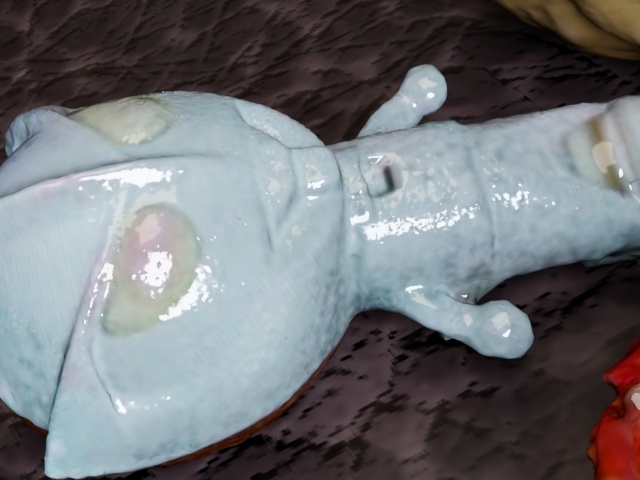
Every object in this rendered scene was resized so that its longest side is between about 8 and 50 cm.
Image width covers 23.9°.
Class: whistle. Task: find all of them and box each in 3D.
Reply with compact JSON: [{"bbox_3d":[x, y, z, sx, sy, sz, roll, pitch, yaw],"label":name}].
[{"bbox_3d":[0.000,0.000,0.571,0.346,0.134,0.142,-11,35,-6],"label":"whistle"}]

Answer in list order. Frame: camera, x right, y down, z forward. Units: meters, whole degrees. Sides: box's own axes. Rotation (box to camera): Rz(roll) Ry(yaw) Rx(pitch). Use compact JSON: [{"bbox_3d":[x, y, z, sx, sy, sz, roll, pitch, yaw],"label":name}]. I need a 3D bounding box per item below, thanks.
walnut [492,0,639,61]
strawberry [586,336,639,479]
[{"bbox_3d":[0.182,-0.210,0.611,0.332,0.333,0.333,-11,39,9],"label":"walnut"},{"bbox_3d":[0.146,0.092,0.404,0.175,0.107,0.236,29,71,10],"label":"strawberry"}]
